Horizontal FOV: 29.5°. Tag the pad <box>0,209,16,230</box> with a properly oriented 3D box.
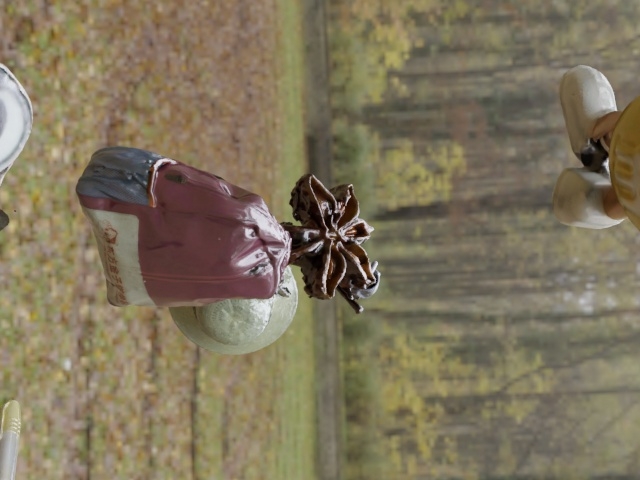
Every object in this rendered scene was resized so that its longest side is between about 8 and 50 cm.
[{"bbox_3d":[-0.501,-0.065,1.553,0.250,0.323,0.055,33,63,-30],"label":"pad"}]

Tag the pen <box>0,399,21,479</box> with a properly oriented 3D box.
[{"bbox_3d":[-0.424,0.295,1.621,0.040,0.032,0.233,49,16,-32],"label":"pen"}]

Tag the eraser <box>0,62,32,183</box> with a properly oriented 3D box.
[{"bbox_3d":[-0.372,-0.112,0.990,0.171,0.290,0.087,-61,148,2],"label":"eraser"}]

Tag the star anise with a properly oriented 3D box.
[{"bbox_3d":[0.000,0.000,2.054,0.190,0.126,0.220,27,62,-46],"label":"star anise"}]

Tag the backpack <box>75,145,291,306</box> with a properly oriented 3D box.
[{"bbox_3d":[-0.201,-0.013,1.902,0.283,0.317,0.197,81,19,-49],"label":"backpack"}]

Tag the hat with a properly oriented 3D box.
[{"bbox_3d":[-0.165,0.125,2.291,0.130,0.257,0.257,-104,-171,-69],"label":"hat"}]

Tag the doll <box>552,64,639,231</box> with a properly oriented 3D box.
[{"bbox_3d":[0.406,-0.104,1.422,0.423,0.161,0.348,122,-53,-67],"label":"doll"}]

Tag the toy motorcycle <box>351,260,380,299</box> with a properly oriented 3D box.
[{"bbox_3d":[0.038,0.030,2.208,0.122,0.080,0.215,17,-40,51],"label":"toy motorcycle"}]
